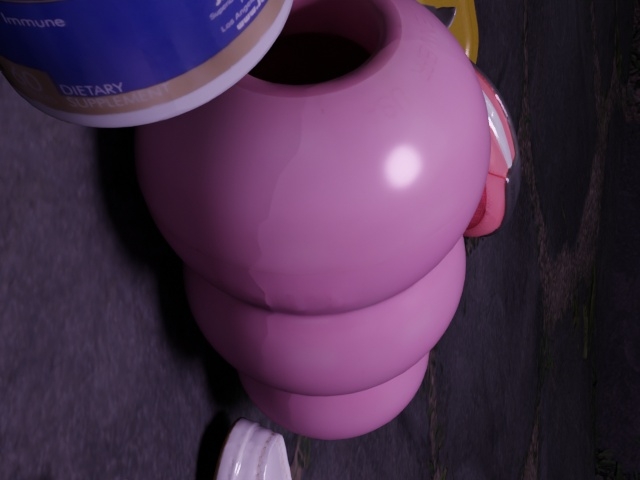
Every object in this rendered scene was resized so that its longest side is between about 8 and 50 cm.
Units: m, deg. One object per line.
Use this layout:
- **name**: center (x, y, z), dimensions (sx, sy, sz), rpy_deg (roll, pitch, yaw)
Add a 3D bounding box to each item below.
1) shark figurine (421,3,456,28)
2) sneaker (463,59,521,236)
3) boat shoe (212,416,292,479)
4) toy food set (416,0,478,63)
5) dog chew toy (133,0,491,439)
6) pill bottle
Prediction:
- **shark figurine**: center (0.046, -0.202, 1.237), dimensions (0.166, 0.116, 0.278), rpy_deg (-38, 129, -70)
- **sneaker**: center (0.021, -0.106, 1.104), dimensions (0.136, 0.116, 0.314), rpy_deg (-50, 117, -31)
- **boat shoe**: center (-0.017, 0.251, 1.083), dimensions (0.098, 0.096, 0.277), rpy_deg (-48, 136, -64)
- **toy food set**: center (0.079, -0.179, 1.434), dimensions (0.128, 0.071, 0.218), rpy_deg (-38, 129, -38)
- **dog chew toy**: center (0.000, 0.000, 0.978), dimensions (0.332, 0.206, 0.207), rpy_deg (85, 16, -46)
- **pill bottle**: center (-0.112, -0.181, 0.656), dimensions (0.265, 0.153, 0.153), rpy_deg (66, 30, -53)
